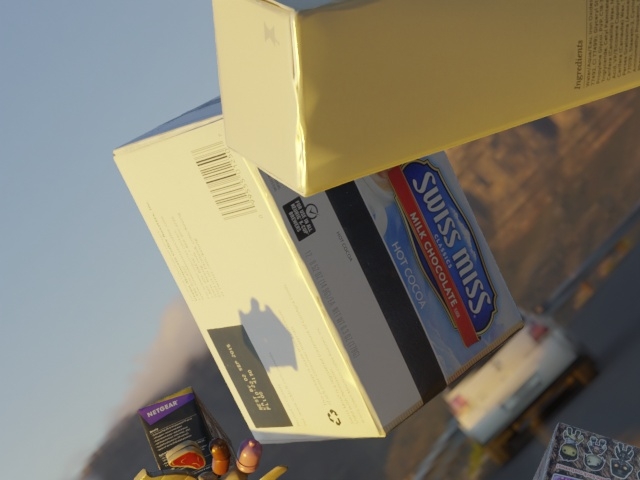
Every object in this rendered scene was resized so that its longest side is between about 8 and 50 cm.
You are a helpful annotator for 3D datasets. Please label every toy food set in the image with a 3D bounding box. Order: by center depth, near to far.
[{"bbox_3d":[-0.088,0.183,1.248,0.078,0.019,0.122,-41,-40,23],"label":"toy food set"}]

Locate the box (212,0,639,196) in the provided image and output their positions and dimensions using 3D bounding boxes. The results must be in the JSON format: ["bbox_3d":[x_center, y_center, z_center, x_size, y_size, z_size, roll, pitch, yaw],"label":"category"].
[{"bbox_3d":[0.078,-0.123,0.891,0.275,0.094,0.113,-18,-60,-28],"label":"box"}]

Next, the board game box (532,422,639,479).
[{"bbox_3d":[0.292,0.406,1.783,0.232,0.141,0.291,98,-170,-55],"label":"board game box"}]

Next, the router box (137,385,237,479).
[{"bbox_3d":[-0.136,0.354,2.029,0.081,0.243,0.309,-24,-22,-2],"label":"router box"}]

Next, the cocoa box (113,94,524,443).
[{"bbox_3d":[0.000,0.000,1.540,0.228,0.347,0.231,-33,12,-35],"label":"cocoa box"}]
